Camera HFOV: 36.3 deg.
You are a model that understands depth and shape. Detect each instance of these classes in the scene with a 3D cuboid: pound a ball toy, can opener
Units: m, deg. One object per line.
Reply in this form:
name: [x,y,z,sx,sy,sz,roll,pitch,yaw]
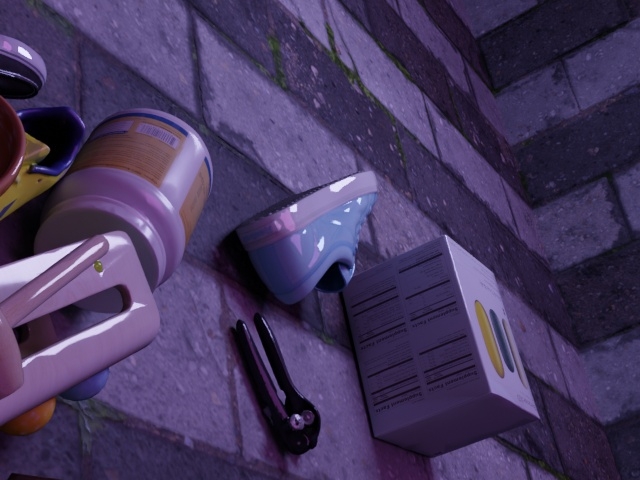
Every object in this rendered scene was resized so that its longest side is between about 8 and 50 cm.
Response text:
pound a ball toy: [-0.224,0.084,0.738,0.319,0.208,0.136,-29,102,-68]
can opener: [-0.056,0.179,1.210,0.059,0.073,0.186,-26,86,-28]

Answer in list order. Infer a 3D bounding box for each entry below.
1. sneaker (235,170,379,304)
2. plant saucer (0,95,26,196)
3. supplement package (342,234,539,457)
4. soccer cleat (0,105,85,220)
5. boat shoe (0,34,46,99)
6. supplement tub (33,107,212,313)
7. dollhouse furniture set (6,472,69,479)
sneaker: [0.000,0.000,1.429,0.366,0.135,0.150,-30,101,-58]
plant saucer: [-0.335,-0.070,0.763,0.200,0.037,0.200,9,42,-9]
supplement package: [0.184,0.171,1.526,0.199,0.198,0.262,33,38,-52]
soccer cleat: [-0.297,-0.050,0.835,0.093,0.121,0.289,57,24,-15]
boat shoe: [-0.347,-0.156,0.901,0.228,0.080,0.076,16,58,-59]
supplement tub: [-0.198,-0.033,0.997,0.144,0.144,0.199,53,25,-23]
dollhouse furniture set: [-0.194,0.299,0.773,0.182,0.101,0.161,46,53,-36]
